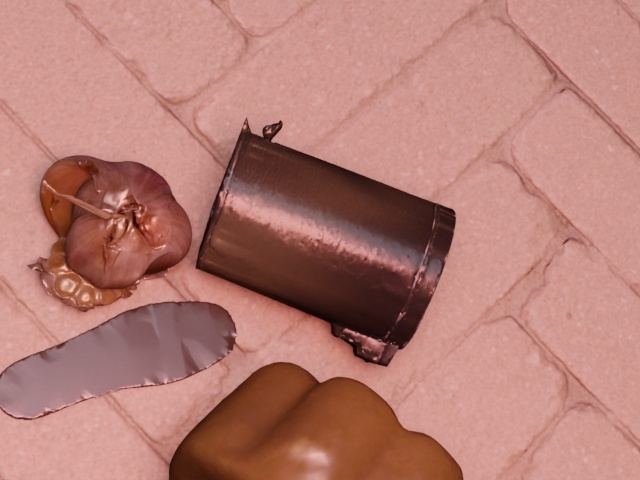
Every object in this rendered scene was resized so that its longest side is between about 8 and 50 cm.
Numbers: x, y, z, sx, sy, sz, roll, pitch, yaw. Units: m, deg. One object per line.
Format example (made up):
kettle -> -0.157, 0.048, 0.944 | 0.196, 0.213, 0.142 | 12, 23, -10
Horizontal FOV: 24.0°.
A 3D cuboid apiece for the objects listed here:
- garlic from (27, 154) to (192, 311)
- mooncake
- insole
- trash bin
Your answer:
garlic -> -0.294, -0.005, 1.902 | 0.207, 0.256, 0.207 | 2, 94, 24
mooncake -> 0.006, 0.312, 1.781 | 0.378, 0.378, 0.201 | 43, 62, 3
insole -> -0.263, 0.152, 1.954 | 0.328, 0.007, 0.111 | -18, 75, -19
trash bin -> 0.000, 0.000, 1.966 | 0.301, 0.203, 0.252 | 22, 86, -6
